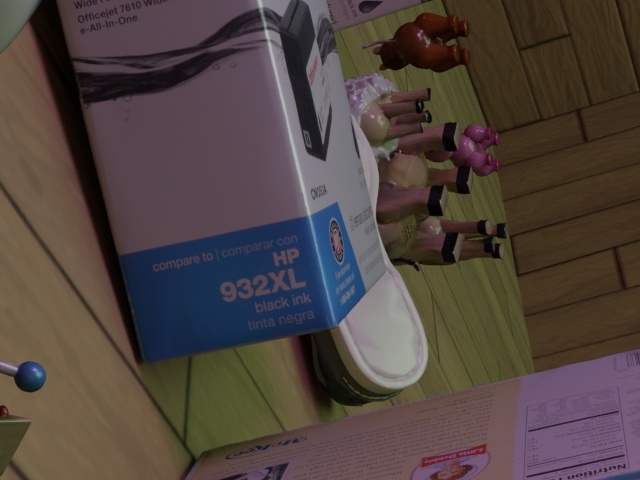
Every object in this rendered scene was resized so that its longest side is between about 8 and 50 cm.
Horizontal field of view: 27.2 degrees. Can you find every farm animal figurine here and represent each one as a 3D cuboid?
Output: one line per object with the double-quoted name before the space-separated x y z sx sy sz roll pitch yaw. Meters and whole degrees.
"farm animal figurine" 0.081 -0.068 1.445 0.326 0.172 0.330 -60 142 -56

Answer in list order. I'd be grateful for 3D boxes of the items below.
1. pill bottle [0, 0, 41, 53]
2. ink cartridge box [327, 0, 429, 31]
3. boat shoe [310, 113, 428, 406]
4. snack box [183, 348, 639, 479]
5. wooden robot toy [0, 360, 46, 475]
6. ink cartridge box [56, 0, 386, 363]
"pill bottle" -0.164 -0.138 0.542 0.221 0.124 0.124 -84 155 -59
"ink cartridge box" 0.074 -0.369 1.491 0.114 0.273 0.198 -87 157 -55
"boat shoe" 0.000 0.000 1.205 0.099 0.116 0.319 -45 -121 54
"snack box" 0.065 0.139 0.719 0.187 0.322 0.060 -50 124 -74
"wooden robot toy" -0.174 0.034 0.480 0.079 0.076 0.173 40 -7 33
"ink cartridge box" -0.062 -0.098 0.870 0.223 0.129 0.307 -34 111 -76
